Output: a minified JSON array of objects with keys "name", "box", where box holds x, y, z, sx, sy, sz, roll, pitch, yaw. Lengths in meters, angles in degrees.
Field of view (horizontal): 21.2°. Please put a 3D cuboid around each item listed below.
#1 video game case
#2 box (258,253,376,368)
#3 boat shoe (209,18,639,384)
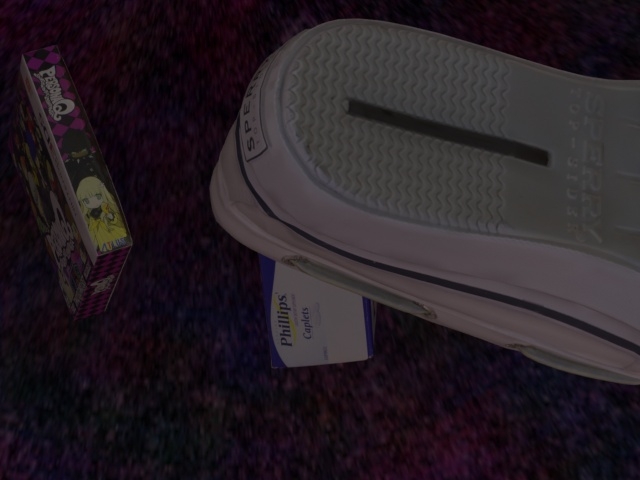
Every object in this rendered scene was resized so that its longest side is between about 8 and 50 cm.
[{"name":"video game case","box":[-0.248,-0.050,1.670,0.042,0.232,0.210,-18,78,-19]},{"name":"box","box":[0.000,0.000,1.176,0.072,0.137,0.126,-3,116,6]},{"name":"boat shoe","box":[0.079,-0.004,0.475,0.226,0.076,0.083,20,67,-15]}]
